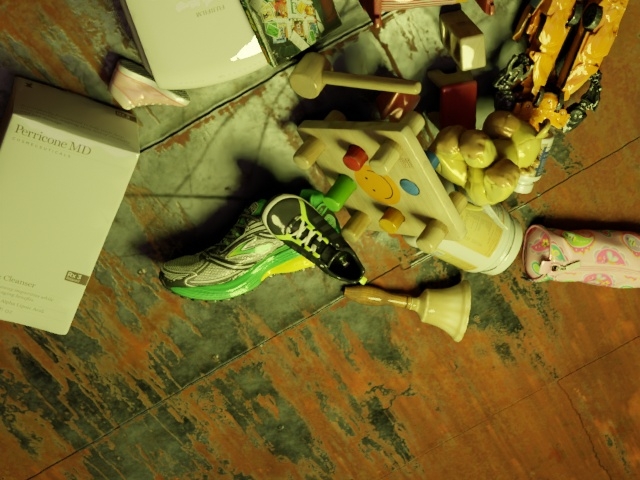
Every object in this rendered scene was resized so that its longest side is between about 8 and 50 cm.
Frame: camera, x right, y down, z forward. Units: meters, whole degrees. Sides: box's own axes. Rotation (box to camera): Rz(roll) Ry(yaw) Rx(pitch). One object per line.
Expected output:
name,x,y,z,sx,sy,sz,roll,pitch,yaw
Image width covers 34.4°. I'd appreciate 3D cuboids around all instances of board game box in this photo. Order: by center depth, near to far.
board game box,-0.067,-0.401,1.547,0.136,0.030,0.260,-32,128,-10

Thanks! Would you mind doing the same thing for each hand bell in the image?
hand bell,0.165,0.122,2.048,0.242,0.126,0.126,9,121,-6

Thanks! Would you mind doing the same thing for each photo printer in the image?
photo printer,-0.183,-0.387,1.600,0.256,0.107,0.308,-17,126,-3

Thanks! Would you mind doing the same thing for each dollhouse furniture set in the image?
dollhouse furniture set,0.171,-0.324,1.703,0.201,0.152,0.374,-10,125,-7

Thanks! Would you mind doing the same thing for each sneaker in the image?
sneaker,-0.287,-0.241,1.709,0.134,0.051,0.070,24,116,-23
sneaker,0.000,0.000,1.795,0.234,0.097,0.084,37,88,-31
sneaker,-0.134,0.001,1.877,0.343,0.134,0.146,-22,119,-10

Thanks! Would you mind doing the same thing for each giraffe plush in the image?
giraffe plush,0.311,-0.151,1.776,0.170,0.181,0.210,-48,121,-17

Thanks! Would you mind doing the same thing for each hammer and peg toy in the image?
hammer and peg toy,0.082,-0.139,1.741,0.127,0.266,0.361,-52,128,-26

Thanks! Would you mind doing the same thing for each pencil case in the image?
pencil case,0.542,0.036,2.060,0.284,0.124,0.124,4,122,-18

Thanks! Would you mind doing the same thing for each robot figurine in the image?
robot figurine,0.416,-0.322,1.809,0.211,0.085,0.291,10,120,-19

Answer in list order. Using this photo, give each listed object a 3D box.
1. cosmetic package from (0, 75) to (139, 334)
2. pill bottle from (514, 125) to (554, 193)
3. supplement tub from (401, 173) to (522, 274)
cosmetic package,-0.464,-0.052,1.726,0.217,0.156,0.385,15,119,-21
pill bottle,0.386,-0.151,1.926,0.067,0.067,0.120,3,122,-16
supplement tub,0.263,-0.026,1.932,0.199,0.144,0.144,24,115,-27
